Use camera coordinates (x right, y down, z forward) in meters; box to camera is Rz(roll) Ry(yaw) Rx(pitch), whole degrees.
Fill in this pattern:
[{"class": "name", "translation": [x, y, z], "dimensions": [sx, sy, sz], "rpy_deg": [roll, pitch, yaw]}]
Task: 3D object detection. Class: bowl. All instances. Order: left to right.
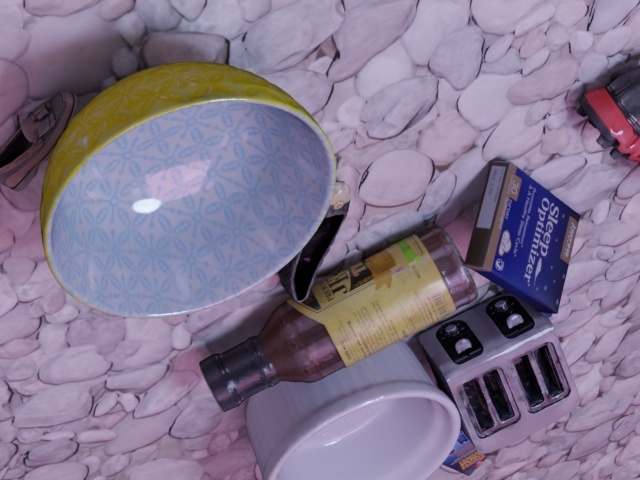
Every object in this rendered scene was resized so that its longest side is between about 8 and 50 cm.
[{"class": "bowl", "translation": [-0.145, -0.077, 1.354], "dimensions": [0.289, 0.156, 0.289], "rpy_deg": [-17, 142, -14]}]

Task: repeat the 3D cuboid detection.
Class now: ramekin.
[{"class": "ramekin", "translation": [0.034, 0.243, 1.850], "dimensions": [0.277, 0.135, 0.277], "rpy_deg": [-17, 141, -14]}]

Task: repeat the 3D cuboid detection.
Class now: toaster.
[{"class": "toaster", "translation": [0.242, 0.181, 1.880], "dimensions": [0.168, 0.110, 0.185], "rpy_deg": [-25, 116, -3]}]

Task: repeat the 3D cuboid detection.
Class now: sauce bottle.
[{"class": "sauce bottle", "translation": [0.019, 0.101, 1.697], "dimensions": [0.344, 0.111, 0.111], "rpy_deg": [-27, 142, -3]}]

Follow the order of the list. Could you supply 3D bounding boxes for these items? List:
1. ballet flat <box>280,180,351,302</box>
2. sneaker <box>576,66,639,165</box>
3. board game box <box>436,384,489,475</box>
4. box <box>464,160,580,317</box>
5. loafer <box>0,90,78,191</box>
[{"class": "ballet flat", "translation": [0.000, 0.000, 1.619], "dimensions": [0.057, 0.049, 0.173], "rpy_deg": [-3, 136, -30]}, {"class": "sneaker", "translation": [0.428, -0.132, 1.693], "dimensions": [0.135, 0.097, 0.276], "rpy_deg": [-40, 140, 18]}, {"class": "board game box", "translation": [0.220, 0.267, 2.054], "dimensions": [0.194, 0.060, 0.194], "rpy_deg": [-32, 143, 4]}, {"class": "box", "translation": [0.264, 0.005, 1.736], "dimensions": [0.225, 0.036, 0.136], "rpy_deg": [30, 71, -49]}, {"class": "loafer", "translation": [-0.279, -0.097, 1.343], "dimensions": [0.039, 0.045, 0.125], "rpy_deg": [18, 126, -36]}]
